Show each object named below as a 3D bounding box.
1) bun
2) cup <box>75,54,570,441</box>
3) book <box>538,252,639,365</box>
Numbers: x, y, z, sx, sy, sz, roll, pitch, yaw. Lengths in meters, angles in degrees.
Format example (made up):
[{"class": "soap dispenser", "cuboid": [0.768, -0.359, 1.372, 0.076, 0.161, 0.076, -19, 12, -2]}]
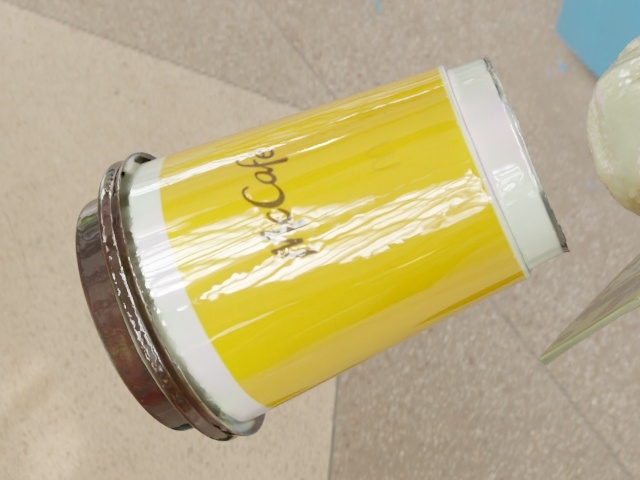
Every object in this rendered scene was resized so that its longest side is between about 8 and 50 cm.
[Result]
[{"class": "bun", "cuboid": [0.495, -0.123, 1.243, 0.365, 0.219, 0.365, 11, 38, -8]}, {"class": "cup", "cuboid": [0.000, 0.000, 0.681, 0.280, 0.196, 0.196, -22, 57, 12]}, {"class": "book", "cuboid": [0.309, 0.037, 1.059, 0.013, 0.168, 0.192, 48, 57, 5]}]
